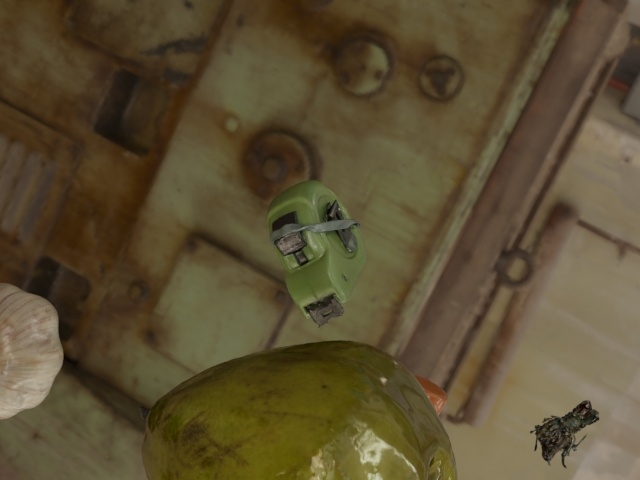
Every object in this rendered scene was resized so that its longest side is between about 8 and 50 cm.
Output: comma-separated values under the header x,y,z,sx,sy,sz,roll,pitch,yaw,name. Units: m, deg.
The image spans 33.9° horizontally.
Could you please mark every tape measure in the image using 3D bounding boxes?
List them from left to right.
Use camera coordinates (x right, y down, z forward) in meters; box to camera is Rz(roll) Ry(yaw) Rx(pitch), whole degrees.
x,y,z,sx,sy,sz,roll,pitch,yaw,name
0.000,0.000,1.505,0.106,0.175,0.200,-25,-167,27,tape measure

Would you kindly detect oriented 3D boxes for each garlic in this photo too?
x,y,z,sx,sy,sz,roll,pitch,yaw,name
-0.469,0.147,1.411,0.199,0.199,0.226,-64,162,7,garlic

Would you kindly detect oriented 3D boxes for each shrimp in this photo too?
x,y,z,sx,sy,sz,roll,pitch,yaw,name
0.388,0.316,1.684,0.174,0.082,0.076,-17,153,-49,shrimp

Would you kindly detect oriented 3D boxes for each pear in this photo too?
x,y,z,sx,sy,sz,roll,pitch,yaw,name
-0.036,0.237,1.103,0.287,0.375,0.287,-47,144,-49,pear

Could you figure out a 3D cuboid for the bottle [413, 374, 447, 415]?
x,y,z,sx,sy,sz,roll,pitch,yaw,name
0.114,0.287,1.499,0.187,0.069,0.069,-65,165,10,bottle
